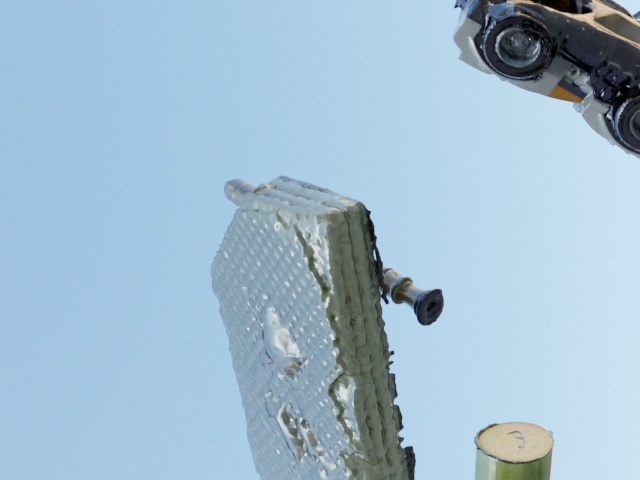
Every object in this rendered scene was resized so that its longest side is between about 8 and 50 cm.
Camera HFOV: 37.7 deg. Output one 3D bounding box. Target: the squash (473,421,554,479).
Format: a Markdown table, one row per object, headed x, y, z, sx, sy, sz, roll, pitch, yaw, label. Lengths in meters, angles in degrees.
| x | y | z | sx | sy | sz | roll | pitch | yaw | label |
| --- | --- | --- | --- | --- | --- | --- | --- | --- | --- |
| 0.290 | 0.379 | 1.431 | 0.123 | 0.123 | 0.187 | -21 | -61 | -47 | squash |

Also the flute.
| x | y | z | sx | sy | sz | roll | pitch | yaw | label |
| --- | --- | --- | --- | --- | --- | --- | --- | --- | --- |
| 0.000 | 0.000 | 0.675 | 0.027 | 0.233 | 0.027 | -21 | -55 | -33 | flute |

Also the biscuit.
| x | y | z | sx | sy | sz | roll | pitch | yaw | label |
| --- | --- | --- | --- | --- | --- | --- | --- | --- | --- |
| -0.010 | 0.080 | 0.605 | 0.052 | 0.150 | 0.252 | -24 | -61 | -31 | biscuit |

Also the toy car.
| x | y | z | sx | sy | sz | roll | pitch | yaw | label |
| --- | --- | --- | --- | --- | --- | --- | --- | --- | --- |
| 0.273 | -0.183 | 0.955 | 0.301 | 0.118 | 0.193 | 30 | -139 | -9 | toy car |
